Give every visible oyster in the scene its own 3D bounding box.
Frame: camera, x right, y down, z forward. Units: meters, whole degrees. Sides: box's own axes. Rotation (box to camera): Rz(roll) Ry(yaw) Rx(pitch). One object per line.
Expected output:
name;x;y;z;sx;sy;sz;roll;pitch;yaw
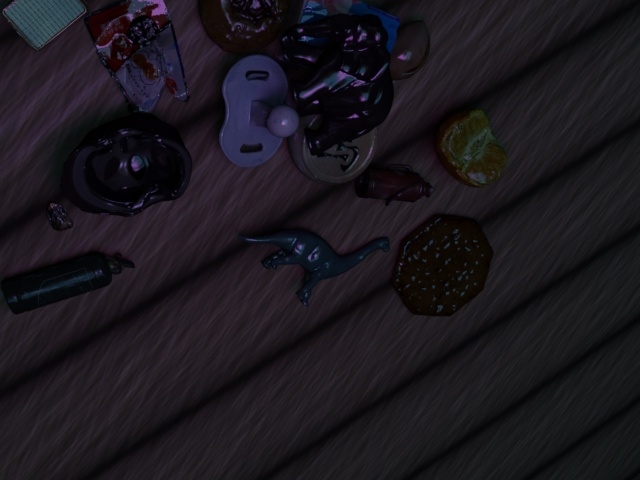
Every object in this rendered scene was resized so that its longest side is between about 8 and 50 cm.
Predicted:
oyster;-0.660;-0.060;1.684;0.054;0.019;0.083;-22;116;-12

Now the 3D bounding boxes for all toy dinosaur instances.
toy dinosaur;0.000;0.000;1.932;0.331;0.129;0.383;-47;118;-12

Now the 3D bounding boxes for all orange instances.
orange;0.428;-0.270;1.945;0.179;0.158;0.237;-46;115;-7

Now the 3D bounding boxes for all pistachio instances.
pistachio;0.228;-0.511;1.809;0.124;0.124;0.184;40;78;-28

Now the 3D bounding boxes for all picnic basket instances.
picnic basket;-0.614;-0.514;1.497;0.164;0.079;0.115;-40;118;-3

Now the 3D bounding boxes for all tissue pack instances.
tissue pack;0.046;-0.519;1.717;0.270;0.137;0.209;15;106;-26

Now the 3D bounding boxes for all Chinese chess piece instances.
Chinese chess piece;0.035;-0.274;1.820;0.251;0.101;0.250;-10;116;-22

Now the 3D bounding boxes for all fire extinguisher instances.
fire extinguisher;-0.637;0.099;1.716;0.311;0.095;0.114;-19;159;-12

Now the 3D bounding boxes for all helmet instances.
helmet;-0.467;-0.199;1.615;0.306;0.177;0.224;-11;134;-7

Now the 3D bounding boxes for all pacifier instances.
pacifier;-0.130;-0.312;1.684;0.239;0.226;0.287;-5;114;-40

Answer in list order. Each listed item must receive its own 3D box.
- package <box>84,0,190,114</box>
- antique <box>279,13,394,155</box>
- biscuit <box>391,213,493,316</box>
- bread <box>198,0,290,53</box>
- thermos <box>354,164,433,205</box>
package;-0.424;-0.441;1.612;0.194;0.071;0.269;-26;104;-13
antique;0.052;-0.388;1.615;0.255;0.185;0.322;-15;127;5
biscuit;0.388;0.082;2.126;0.359;0.046;0.358;-8;112;-19
bread;-0.184;-0.568;1.621;0.230;0.123;0.229;-6;112;-16
thermos;0.223;-0.164;1.948;0.232;0.099;0.124;3;71;-23
